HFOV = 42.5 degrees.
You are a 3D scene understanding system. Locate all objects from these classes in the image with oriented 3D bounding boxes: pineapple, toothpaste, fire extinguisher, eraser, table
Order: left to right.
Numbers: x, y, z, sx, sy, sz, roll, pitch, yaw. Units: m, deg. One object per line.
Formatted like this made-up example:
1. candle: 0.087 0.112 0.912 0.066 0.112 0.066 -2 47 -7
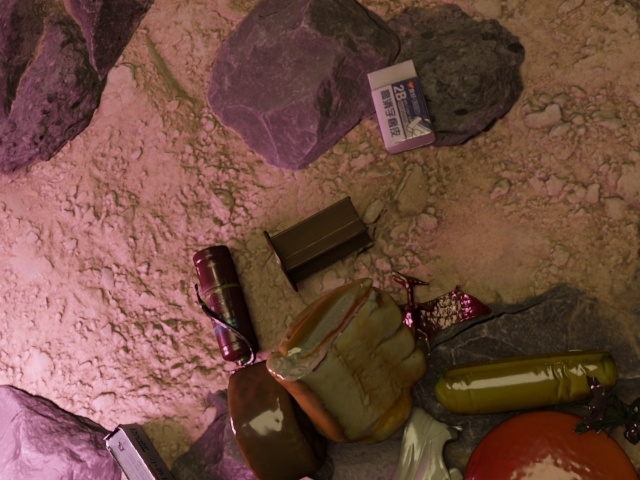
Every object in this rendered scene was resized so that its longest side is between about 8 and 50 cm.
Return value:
1. toothpaste: -0.408 0.585 1.993 0.071 0.089 0.313 -43 70 11
2. fire extinguisher: -0.236 0.190 2.032 0.141 0.105 0.341 -33 68 38
3. table: 0.000 0.000 1.985 0.226 0.167 0.167 -28 70 0
4. eraser: 0.200 -0.330 2.039 0.124 0.068 0.210 -16 72 13
5. pineapple: 0.631 0.359 1.654 0.277 0.130 0.119 20 68 -20

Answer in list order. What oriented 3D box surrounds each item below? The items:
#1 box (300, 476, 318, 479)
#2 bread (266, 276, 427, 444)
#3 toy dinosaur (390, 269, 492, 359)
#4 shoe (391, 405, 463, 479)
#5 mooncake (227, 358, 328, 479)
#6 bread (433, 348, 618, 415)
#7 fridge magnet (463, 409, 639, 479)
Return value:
1. box: -0.069 0.649 1.903 0.122 0.032 0.220 21 84 20
2. bread: 0.065 0.271 1.770 0.300 0.341 0.210 -48 33 -18
3. toy dinosaur: 0.218 0.173 1.890 0.327 0.113 0.206 19 84 18
4. shoe: 0.236 0.527 1.790 0.159 0.124 0.316 8 72 14
5. mooncake: -0.090 0.399 1.838 0.155 0.284 0.284 -21 72 7
6. bread: 0.436 0.307 1.765 0.383 0.166 0.112 -10 85 13
7. fridge magnet: 0.475 0.535 1.700 0.363 0.155 0.364 -4 77 16
